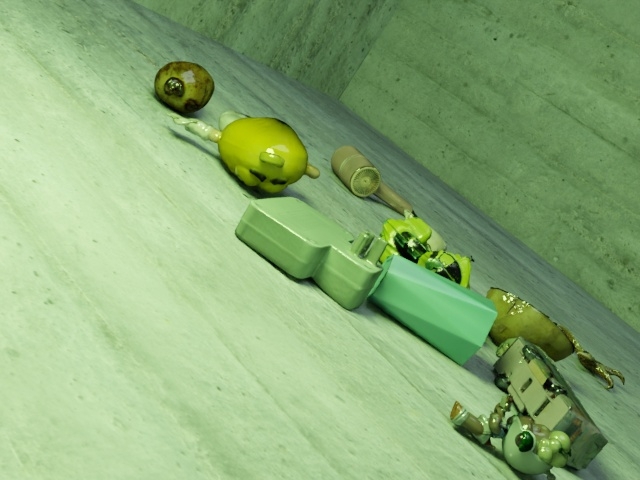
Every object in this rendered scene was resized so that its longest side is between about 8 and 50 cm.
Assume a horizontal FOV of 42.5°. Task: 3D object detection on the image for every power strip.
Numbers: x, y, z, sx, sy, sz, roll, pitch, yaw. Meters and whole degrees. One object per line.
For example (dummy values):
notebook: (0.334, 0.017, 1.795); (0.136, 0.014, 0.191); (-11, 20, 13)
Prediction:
power strip: (0.000, 0.000, 1.575); (0.261, 0.141, 0.229); (35, 15, 16)

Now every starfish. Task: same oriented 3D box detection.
starfish: (0.740, 0.325, 2.281); (0.238, 0.057, 0.213); (43, 9, 17)

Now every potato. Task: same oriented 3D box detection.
potato: (0.480, 0.225, 1.898); (0.261, 0.100, 0.120); (40, -15, -12)

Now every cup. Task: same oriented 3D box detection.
cup: (0.214, 0.131, 1.638); (0.236, 0.134, 0.148); (28, 12, -6)

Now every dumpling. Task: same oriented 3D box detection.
dumpling: (0.266, 0.013, 2.160); (0.136, 0.118, 0.199); (36, 32, -65)

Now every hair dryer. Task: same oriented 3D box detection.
hair dryer: (0.187, -0.160, 2.615); (0.344, 0.106, 0.189); (35, 10, -33)

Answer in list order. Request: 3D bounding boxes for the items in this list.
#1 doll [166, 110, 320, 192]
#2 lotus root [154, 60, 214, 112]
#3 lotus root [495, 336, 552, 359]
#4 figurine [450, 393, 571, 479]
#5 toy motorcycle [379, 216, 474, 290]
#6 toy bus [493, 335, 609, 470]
doll: (-0.157, -0.225, 1.940); (0.348, 0.161, 0.423); (25, 10, 18)
lotus root: (-0.348, -0.393, 2.097); (0.145, 0.128, 0.260); (19, 10, -1)
lotus root: (0.478, 0.279, 1.826); (0.144, 0.070, 0.143); (24, 18, -36)
figurine: (0.309, 0.307, 1.325); (0.197, 0.093, 0.147); (34, 4, 4)
toy motorcycle: (0.251, 0.067, 1.893); (0.342, 0.142, 0.206); (48, -18, 44)
toy bus: (0.437, 0.306, 1.588); (0.138, 0.112, 0.317); (35, 15, -12)
